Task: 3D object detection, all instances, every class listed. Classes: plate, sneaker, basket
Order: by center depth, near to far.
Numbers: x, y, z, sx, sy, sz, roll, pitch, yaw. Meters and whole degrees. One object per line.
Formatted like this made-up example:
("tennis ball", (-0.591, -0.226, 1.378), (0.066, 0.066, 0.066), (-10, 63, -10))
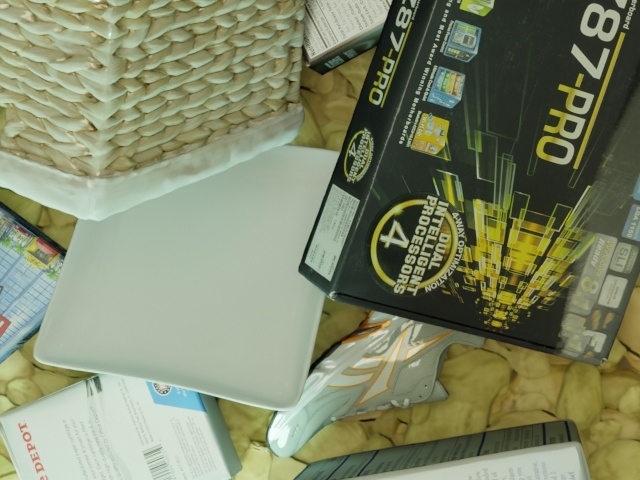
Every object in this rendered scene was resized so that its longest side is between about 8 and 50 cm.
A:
("basket", (-0.221, -0.217, 1.779), (0.328, 0.331, 0.266), (21, 119, 28))
("plate", (-0.117, 0.024, 1.931), (0.277, 0.045, 0.278), (9, 68, 15))
("sneaker", (0.060, 0.140, 1.939), (0.262, 0.099, 0.121), (-44, 90, 5))

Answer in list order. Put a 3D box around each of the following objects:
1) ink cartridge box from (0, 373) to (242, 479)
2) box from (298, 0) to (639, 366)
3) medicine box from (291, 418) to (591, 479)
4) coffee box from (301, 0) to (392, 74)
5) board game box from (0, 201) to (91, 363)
("ink cartridge box", (-0.203, 0.207, 1.970), (0.203, 0.086, 0.148), (-22, 87, 6))
("box", (0.189, -0.103, 1.835), (0.318, 0.097, 0.395), (15, 99, -28))
("medicine box", (0.119, 0.273, 1.845), (0.289, 0.263, 0.149), (-11, 88, 6))
("coffee box", (0.079, -0.266, 1.915), (0.246, 0.141, 0.098), (-28, 88, 6))
("board game box", (-0.363, 0.058, 2.002), (0.194, 0.060, 0.194), (35, 93, 5))
